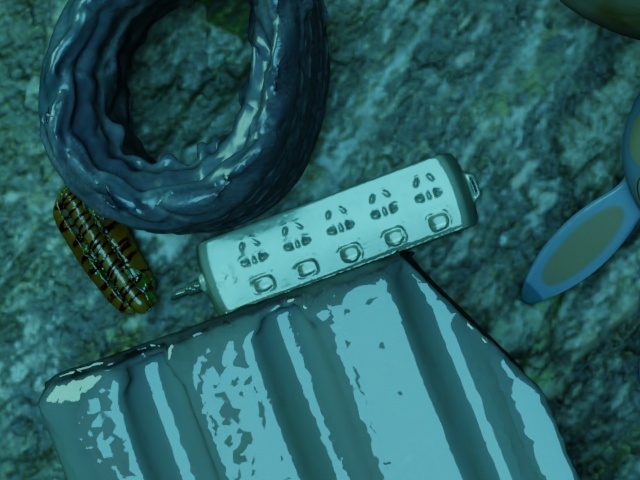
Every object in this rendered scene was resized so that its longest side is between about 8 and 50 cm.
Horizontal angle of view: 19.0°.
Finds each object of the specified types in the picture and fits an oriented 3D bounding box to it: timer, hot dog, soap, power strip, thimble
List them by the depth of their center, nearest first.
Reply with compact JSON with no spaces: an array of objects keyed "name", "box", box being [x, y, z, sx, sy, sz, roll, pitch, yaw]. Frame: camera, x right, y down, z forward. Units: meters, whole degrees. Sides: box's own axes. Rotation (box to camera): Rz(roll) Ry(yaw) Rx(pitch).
[{"name":"timer","box":[0.263,-0.023,1.354,0.175,0.175,0.255,38,94,7]},{"name":"soap","box":[0.040,0.236,1.356,0.350,0.213,0.435,-24,86,10]},{"name":"thimble","box":[-0.094,-0.119,1.404,0.205,0.172,0.236,37,92,4]},{"name":"power strip","box":[0.000,0.000,1.458,0.253,0.027,0.060,-20,86,7]},{"name":"hot dog","box":[-0.167,0.006,1.479,0.049,0.037,0.122,-37,83,9]}]

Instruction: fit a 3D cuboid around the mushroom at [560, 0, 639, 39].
[{"name":"mushroom","box":[0.255,-0.298,1.319,0.297,0.297,0.290,-28,61,7]}]
